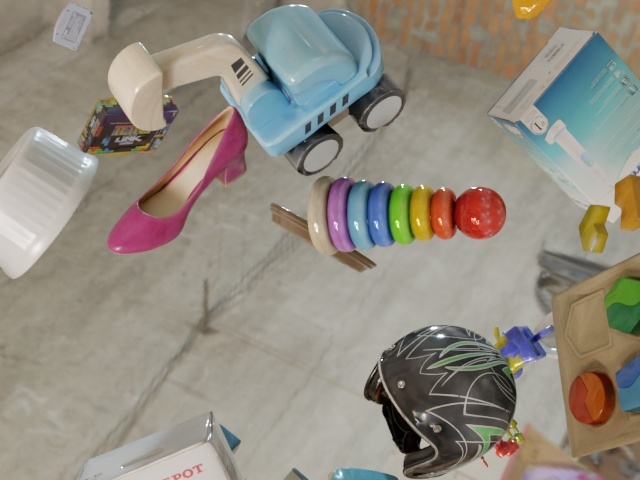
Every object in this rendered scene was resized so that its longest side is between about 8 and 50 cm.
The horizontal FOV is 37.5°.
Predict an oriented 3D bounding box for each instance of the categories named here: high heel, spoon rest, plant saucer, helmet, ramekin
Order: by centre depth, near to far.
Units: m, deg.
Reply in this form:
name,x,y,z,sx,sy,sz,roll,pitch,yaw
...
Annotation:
name,x,y,z,sx,sy,sz,roll,pitch,yaw
helmet,0.136,0.172,1.051,0.169,0.169,0.161,-48,-14,-43
high heel,-0.191,-0.081,1.257,0.244,0.082,0.117,-35,-33,-24
ramekin,-0.549,-0.079,1.757,0.277,0.135,0.277,-42,25,25
spoon rest,0.530,0.139,1.866,0.276,0.137,0.084,-35,-66,-18
plant saucer,0.000,0.000,2.125,0.041,0.278,0.278,-60,-20,-2

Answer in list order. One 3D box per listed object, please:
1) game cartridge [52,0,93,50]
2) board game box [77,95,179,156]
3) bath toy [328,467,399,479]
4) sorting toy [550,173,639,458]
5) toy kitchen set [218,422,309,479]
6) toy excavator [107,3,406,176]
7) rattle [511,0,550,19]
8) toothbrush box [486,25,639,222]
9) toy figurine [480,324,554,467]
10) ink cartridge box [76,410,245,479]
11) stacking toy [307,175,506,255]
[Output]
name,x,y,z,sx,sy,sz,roll,pitch,yaw
game cartridge,-0.469,-0.405,1.775,0.056,0.017,0.083,19,-74,-40
board game box,-0.397,-0.236,1.951,0.170,0.048,0.141,-10,-27,-39
bath toy,-0.016,0.391,0.961,0.129,0.151,0.348,-111,36,-52
sorting toy,0.343,0.088,1.129,0.229,0.041,0.307,136,138,-57
toy kitchen set,-0.117,0.383,1.580,0.122,0.207,0.166,-43,-16,-43
toy excavator,-0.105,-0.289,1.632,0.433,0.222,0.445,-36,-26,0
rattle,0.346,-0.419,1.376,0.199,0.130,0.142,-82,-2,-55
toothbrush box,0.489,-0.210,1.724,0.216,0.295,0.126,-50,23,3
toy figurine,0.342,0.235,1.642,0.217,0.191,0.362,-45,-21,14
ink cartridge box,-0.204,0.447,1.427,0.131,0.226,0.306,-113,1,-79
stacking toy,0.151,-0.048,1.615,0.141,0.330,0.141,-2,-90,-70
